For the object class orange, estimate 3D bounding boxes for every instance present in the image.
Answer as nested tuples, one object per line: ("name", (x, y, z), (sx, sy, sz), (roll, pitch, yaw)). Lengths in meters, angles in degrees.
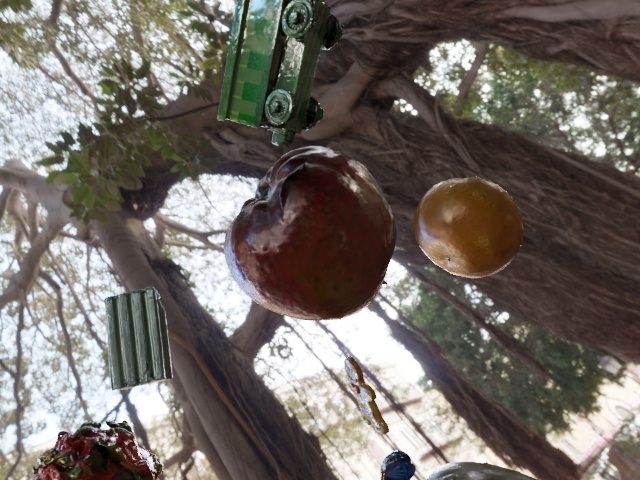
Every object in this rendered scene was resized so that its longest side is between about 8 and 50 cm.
("orange", (0.212, -0.022, 0.672), (0.134, 0.155, 0.154), (-58, -34, -21))

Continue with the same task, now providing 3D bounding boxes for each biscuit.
("biscuit", (0.122, 0.455, 1.387), (0.035, 0.158, 0.240), (-25, -86, -23))

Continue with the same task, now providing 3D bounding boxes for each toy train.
("toy train", (-0.084, -0.346, 0.926), (0.120, 0.203, 0.300), (-13, -60, -59))

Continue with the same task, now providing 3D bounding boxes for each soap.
("soap", (-0.386, 0.206, 0.994), (0.115, 0.198, 0.063), (-12, -17, 0))

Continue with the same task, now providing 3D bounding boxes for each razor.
("razor", (0.084, 0.405, 0.685), (0.093, 0.056, 0.324), (8, -62, 0))

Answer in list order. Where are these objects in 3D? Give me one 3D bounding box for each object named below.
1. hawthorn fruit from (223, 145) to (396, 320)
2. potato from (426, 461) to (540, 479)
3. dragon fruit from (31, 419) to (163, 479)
("hawthorn fruit", (0.000, 0.000, 1.078), (0.403, 0.403, 0.402), (-25, -44, -27))
("potato", (0.203, 0.310, 0.448), (0.160, 0.235, 0.177), (-23, -49, -49))
("dragon fruit", (-0.461, 0.509, 0.979), (0.231, 0.237, 0.302), (-55, -26, -11))
